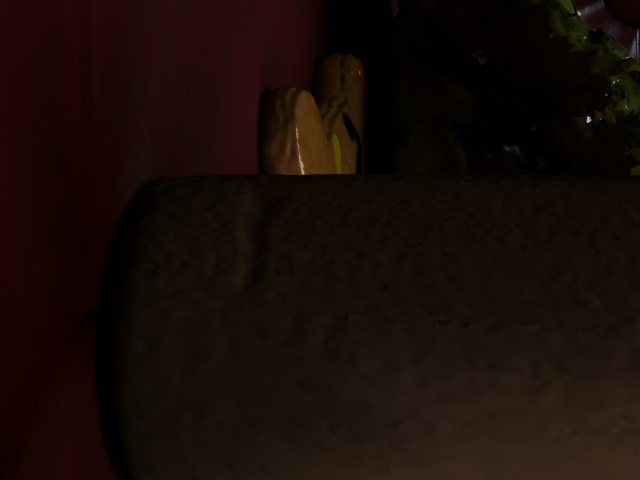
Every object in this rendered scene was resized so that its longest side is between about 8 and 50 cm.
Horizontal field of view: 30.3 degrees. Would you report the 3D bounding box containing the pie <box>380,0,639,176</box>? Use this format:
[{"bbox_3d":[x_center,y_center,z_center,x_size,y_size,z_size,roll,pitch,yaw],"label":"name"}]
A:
[{"bbox_3d":[0.124,-0.036,0.799,0.395,0.180,0.418,84,0,-49],"label":"pie"}]

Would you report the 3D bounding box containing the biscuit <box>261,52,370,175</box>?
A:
[{"bbox_3d":[0.001,0.000,0.602,0.250,0.036,0.165,-56,143,-67],"label":"biscuit"}]

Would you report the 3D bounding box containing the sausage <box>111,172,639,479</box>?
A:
[{"bbox_3d":[0.066,0.036,0.410,0.123,0.252,0.123,0,90,-82],"label":"sausage"}]
